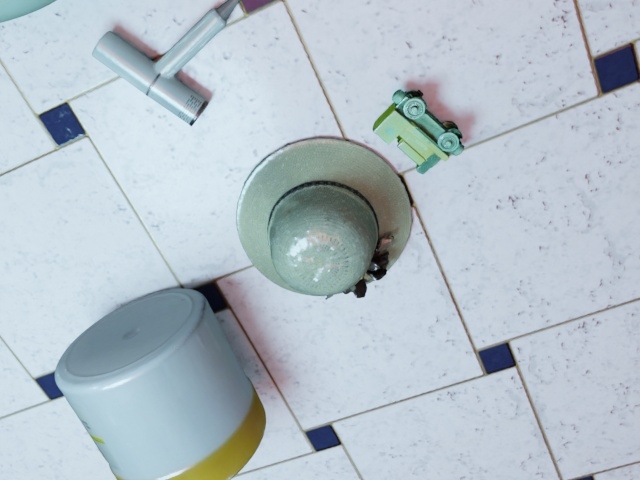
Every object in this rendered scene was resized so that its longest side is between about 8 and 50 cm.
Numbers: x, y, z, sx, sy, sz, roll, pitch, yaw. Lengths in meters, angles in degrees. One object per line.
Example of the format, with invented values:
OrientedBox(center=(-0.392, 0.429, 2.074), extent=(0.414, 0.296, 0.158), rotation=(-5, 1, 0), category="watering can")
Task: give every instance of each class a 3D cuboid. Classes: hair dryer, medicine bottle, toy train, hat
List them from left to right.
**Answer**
OrientedBox(center=(-0.230, 0.225, 0.971), extent=(0.238, 0.238, 0.232), rotation=(-18, 113, 12), category="medicine bottle")
OrientedBox(center=(-0.178, -0.262, 0.836), extent=(0.155, 0.044, 0.183), rotation=(34, 109, -14), category="hair dryer")
OrientedBox(center=(0.000, 0.000, 0.903), extent=(0.257, 0.130, 0.257), rotation=(1, 118, 3), category="hat")
OrientedBox(center=(0.130, -0.143, 0.869), extent=(0.122, 0.050, 0.081), rotation=(39, 117, -16), category="toy train")

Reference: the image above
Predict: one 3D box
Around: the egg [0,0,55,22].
OrientedBox(center=(-0.380, -0.359, 0.661), extent=(0.389, 0.276, 0.276), rotation=(-9, 116, 5), category="egg")
